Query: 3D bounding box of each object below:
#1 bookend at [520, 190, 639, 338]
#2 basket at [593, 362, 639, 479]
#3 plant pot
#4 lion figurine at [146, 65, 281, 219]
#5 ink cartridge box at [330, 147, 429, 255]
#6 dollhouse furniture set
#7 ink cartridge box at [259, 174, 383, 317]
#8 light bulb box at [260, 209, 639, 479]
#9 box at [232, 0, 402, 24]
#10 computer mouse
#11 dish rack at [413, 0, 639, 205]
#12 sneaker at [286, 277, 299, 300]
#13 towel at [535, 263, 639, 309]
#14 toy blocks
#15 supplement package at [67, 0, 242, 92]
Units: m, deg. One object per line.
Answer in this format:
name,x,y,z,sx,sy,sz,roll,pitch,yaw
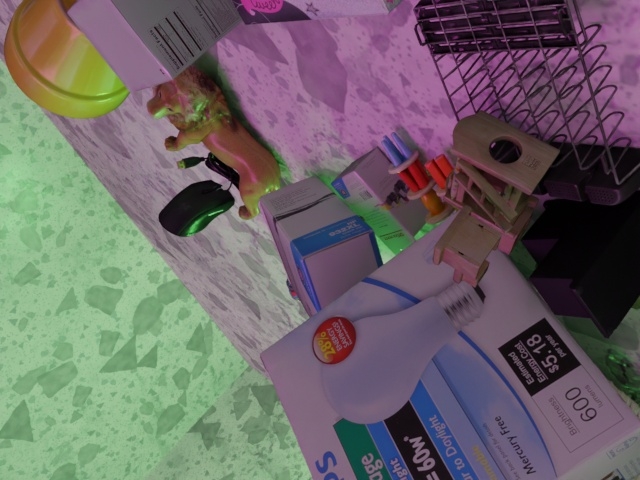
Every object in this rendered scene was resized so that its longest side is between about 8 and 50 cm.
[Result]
bookend,0.292,0.024,0.772,0.072,0.157,0.156,50,159,-16
basket,0.322,0.354,1.096,0.266,0.331,0.328,33,167,-26
plant pot,-0.449,-0.394,1.281,0.254,0.254,0.239,48,146,-12
lion figurine,-0.184,-0.189,1.354,0.392,0.142,0.240,36,157,-22
ink cartridge box,0.113,-0.055,1.104,0.181,0.061,0.104,48,161,-9
dollhouse furniture set,0.156,-0.017,0.734,0.101,0.161,0.182,33,162,19
ink cartridge box,0.012,0.042,1.199,0.307,0.129,0.223,-129,17,-62
light bulb box,0.167,0.218,0.889,0.225,0.361,0.358,43,-167,-50
box,-0.005,-0.322,0.673,0.247,0.142,0.163,20,149,50
computer mouse,-0.271,-0.122,1.492,0.184,0.262,0.060,43,137,16
dish rack,0.214,-0.156,0.695,0.208,0.074,0.271,16,144,51
sneaker,-0.018,0.065,1.598,0.125,0.104,0.262,64,154,-4
towel,0.357,0.055,0.857,0.110,0.027,0.148,27,171,-24
toy blocks,0.154,-0.094,0.957,0.148,0.054,0.123,51,160,-18
supplement package,-0.218,-0.340,0.964,0.149,0.203,0.194,53,158,-25
